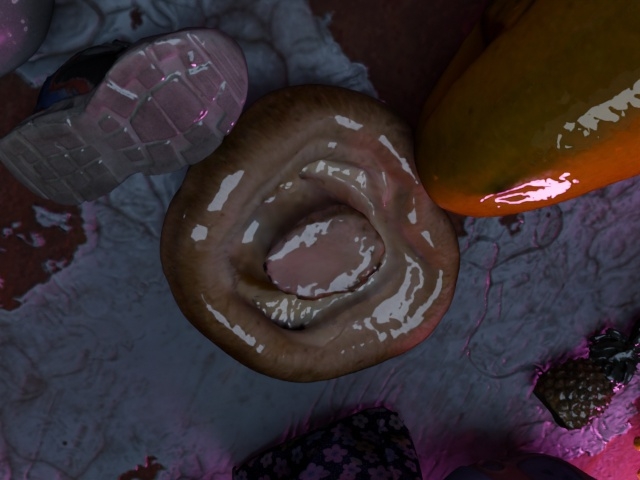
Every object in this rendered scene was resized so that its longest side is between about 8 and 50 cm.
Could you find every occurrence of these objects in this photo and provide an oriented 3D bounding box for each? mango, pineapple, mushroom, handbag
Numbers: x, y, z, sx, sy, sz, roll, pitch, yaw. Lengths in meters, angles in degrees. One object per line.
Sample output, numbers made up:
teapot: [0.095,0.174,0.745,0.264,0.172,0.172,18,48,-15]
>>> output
mango: [0.230,-0.142,0.533,0.365,0.253,0.182,-40,107,7]
pineapple: [0.311,0.138,0.764,0.159,0.074,0.074,-38,112,0]
mushroom: [0.000,0.000,0.628,0.278,0.146,0.278,-4,106,-14]
handbag: [0.011,0.277,0.706,0.229,0.208,0.126,-23,108,6]

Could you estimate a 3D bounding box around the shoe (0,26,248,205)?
shoe: [-0.152,-0.116,0.576,0.228,0.125,0.099,-20,127,22]

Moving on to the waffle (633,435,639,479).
waffle: [0.502,0.241,0.825,0.260,0.069,0.293,-29,111,5]

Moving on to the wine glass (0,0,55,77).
wine glass: [-0.221,-0.199,0.524,0.321,0.143,0.143,-22,113,2]

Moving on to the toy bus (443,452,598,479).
toy bus: [0.231,0.363,0.774,0.232,0.197,0.294,-19,124,-33]
